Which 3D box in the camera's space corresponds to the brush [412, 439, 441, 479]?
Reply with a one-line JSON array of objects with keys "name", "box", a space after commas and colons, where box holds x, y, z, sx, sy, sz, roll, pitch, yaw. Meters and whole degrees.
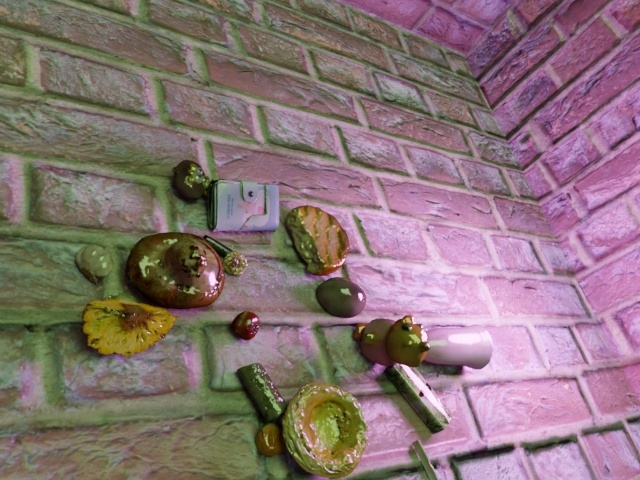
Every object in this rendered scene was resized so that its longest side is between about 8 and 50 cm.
[{"name": "brush", "box": [0.354, 0.732, 1.757, 0.030, 0.033, 0.178, -6, 63, -48]}]

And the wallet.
[{"name": "wallet", "box": [-0.259, -0.117, 1.845, 0.250, 0.075, 0.176, -1, 93, -38]}]

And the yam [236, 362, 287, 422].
[{"name": "yam", "box": [-0.164, 0.428, 1.545, 0.078, 0.078, 0.179, -19, 69, -45]}]

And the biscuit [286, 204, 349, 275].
[{"name": "biscuit", "box": [-0.001, 0.001, 1.981, 0.213, 0.091, 0.274, -4, 60, -37]}]

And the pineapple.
[{"name": "pineapple", "box": [-0.529, 0.217, 1.413, 0.164, 0.140, 0.250, 24, 8, 38]}]

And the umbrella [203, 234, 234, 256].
[{"name": "umbrella", "box": [-0.324, 0.027, 1.751, 0.133, 0.031, 0.036, 32, 70, -16]}]

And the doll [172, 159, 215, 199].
[{"name": "doll", "box": [-0.409, -0.201, 1.813, 0.188, 0.096, 0.145, 0, 66, -50]}]

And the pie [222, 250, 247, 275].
[{"name": "pie", "box": [-0.274, 0.075, 1.740, 0.084, 0.020, 0.084, 1, 89, -32]}]

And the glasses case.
[{"name": "glasses case", "box": [0.342, 0.527, 1.879, 0.272, 0.062, 0.095, 51, 43, 4]}]

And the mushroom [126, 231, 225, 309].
[{"name": "mushroom", "box": [-0.389, 0.070, 1.557, 0.267, 0.254, 0.267, 50, 20, -27]}]

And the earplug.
[{"name": "earplug", "box": [0.470, 0.392, 2.023, 0.301, 0.172, 0.172, 8, 55, -27]}]

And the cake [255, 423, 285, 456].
[{"name": "cake", "box": [-0.136, 0.551, 1.496, 0.084, 0.044, 0.084, 22, 49, -27]}]

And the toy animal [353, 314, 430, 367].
[{"name": "toy animal", "box": [0.248, 0.337, 1.807, 0.195, 0.281, 0.169, 1, 79, -39]}]

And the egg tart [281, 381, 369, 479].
[{"name": "egg tart", "box": [0.004, 0.545, 1.557, 0.288, 0.118, 0.288, 22, 49, -28]}]

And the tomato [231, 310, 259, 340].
[{"name": "tomato", "box": [-0.224, 0.252, 1.625, 0.075, 0.087, 0.087, 15, 36, 25]}]

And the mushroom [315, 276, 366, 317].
[{"name": "mushroom", "box": [0.088, 0.194, 1.903, 0.188, 0.117, 0.141, 20, 60, -32]}]

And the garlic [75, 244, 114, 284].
[{"name": "garlic", "box": [-0.610, 0.052, 1.475, 0.113, 0.074, 0.094, 33, 52, 8]}]
